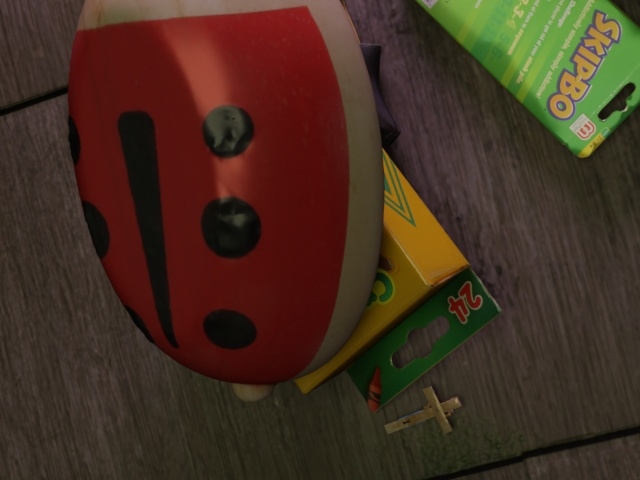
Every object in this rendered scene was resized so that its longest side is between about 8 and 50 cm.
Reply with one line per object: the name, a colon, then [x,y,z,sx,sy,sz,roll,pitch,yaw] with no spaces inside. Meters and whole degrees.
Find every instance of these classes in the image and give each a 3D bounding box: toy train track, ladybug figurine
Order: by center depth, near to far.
ladybug figurine: [-0.099,-0.067,1.188,0.305,0.162,0.449,-3,102,36]
toy train track: [0.101,0.170,1.332,0.083,0.014,0.048,-25,91,25]

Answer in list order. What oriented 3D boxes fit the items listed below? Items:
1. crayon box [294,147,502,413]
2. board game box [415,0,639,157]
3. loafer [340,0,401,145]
crayon box: [0.000,0.000,1.292,0.318,0.081,0.202,53,127,10]
board game box: [0.196,-0.206,1.268,0.259,0.039,0.124,47,107,15]
loafer: [0.033,-0.170,1.316,0.061,0.062,0.170,-35,82,13]
